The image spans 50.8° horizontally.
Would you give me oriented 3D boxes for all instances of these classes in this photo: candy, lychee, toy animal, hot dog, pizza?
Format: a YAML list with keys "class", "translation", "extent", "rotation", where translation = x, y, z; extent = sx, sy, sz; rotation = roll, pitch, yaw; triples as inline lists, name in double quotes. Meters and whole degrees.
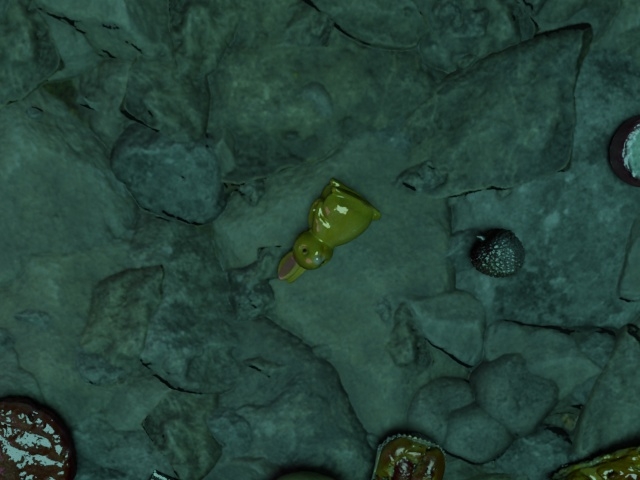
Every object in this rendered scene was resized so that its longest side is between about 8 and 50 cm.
- class: "candy"
  translation: [0.448, -0.122, 0.919]
  extent: [0.103, 0.043, 0.103]
  rotation: [-1, 103, -4]
- class: "lychee"
  translation: [0.242, 0.017, 0.926]
  extent: [0.083, 0.068, 0.067]
  rotation: [29, 140, -13]
- class: "toy animal"
  translation: [0.003, 0.002, 0.903]
  extent: [0.083, 0.070, 0.159]
  rotation: [35, 102, -13]
- class: "hot dog"
  translation: [0.120, 0.372, 0.997]
  extent: [0.108, 0.059, 0.191]
  rotation: [15, 103, -3]
- class: "pizza"
  translation: [0.521, 0.405, 1.024]
  extent: [0.366, 0.074, 0.182]
  rotation: [24, 108, -10]

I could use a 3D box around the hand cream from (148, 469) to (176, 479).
- class: "hand cream"
  translation: [-0.253, 0.421, 0.988]
  extent: [0.062, 0.039, 0.163]
  rotation: [27, 97, 7]

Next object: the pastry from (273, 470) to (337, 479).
- class: "pastry"
  translation: [-0.020, 0.407, 0.976]
  extent: [0.157, 0.092, 0.156]
  rotation: [-2, 105, -6]

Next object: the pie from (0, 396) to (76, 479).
- class: "pie"
  translation: [-0.432, 0.307, 0.942]
  extent: [0.183, 0.049, 0.182]
  rotation: [-1, 101, -5]
